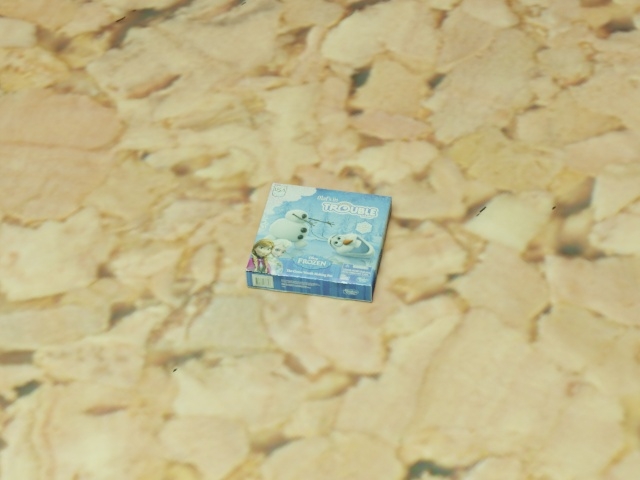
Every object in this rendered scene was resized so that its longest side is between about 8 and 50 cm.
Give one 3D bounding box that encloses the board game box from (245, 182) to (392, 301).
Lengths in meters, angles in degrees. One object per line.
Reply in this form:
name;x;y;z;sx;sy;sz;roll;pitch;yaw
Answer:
board game box;0.000;0.000;1.056;0.090;0.020;0.090;6;47;8
